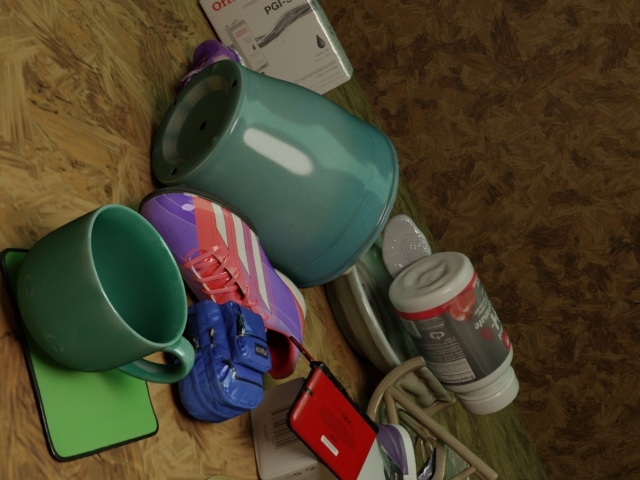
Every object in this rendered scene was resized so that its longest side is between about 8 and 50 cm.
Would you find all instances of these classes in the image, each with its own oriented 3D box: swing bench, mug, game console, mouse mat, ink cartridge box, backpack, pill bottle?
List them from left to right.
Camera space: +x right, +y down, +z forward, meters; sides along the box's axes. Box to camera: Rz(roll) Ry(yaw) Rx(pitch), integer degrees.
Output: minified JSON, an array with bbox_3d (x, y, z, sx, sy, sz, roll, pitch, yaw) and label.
[{"bbox_3d":[-0.215,0.098,0.628,0.153,0.007,0.189,16,52,-69],"label":"mouse mat"},{"bbox_3d":[-0.187,0.059,0.585,0.157,0.098,0.129,69,16,9],"label":"mug"},{"bbox_3d":[-0.109,0.133,0.750,0.098,0.101,0.120,33,39,-51],"label":"backpack"},{"bbox_3d":[-0.088,-0.421,1.417,0.282,0.207,0.117,60,15,-18],"label":"ink cartridge box"},{"bbox_3d":[-0.001,0.207,0.838,0.144,0.085,0.124,53,51,-30],"label":"game console"},{"bbox_3d":[0.204,0.381,1.229,0.253,0.165,0.254,50,7,-51],"label":"swing bench"},{"bbox_3d":[0.283,0.195,1.397,0.318,0.177,0.176,60,17,-20],"label":"pill bottle"}]

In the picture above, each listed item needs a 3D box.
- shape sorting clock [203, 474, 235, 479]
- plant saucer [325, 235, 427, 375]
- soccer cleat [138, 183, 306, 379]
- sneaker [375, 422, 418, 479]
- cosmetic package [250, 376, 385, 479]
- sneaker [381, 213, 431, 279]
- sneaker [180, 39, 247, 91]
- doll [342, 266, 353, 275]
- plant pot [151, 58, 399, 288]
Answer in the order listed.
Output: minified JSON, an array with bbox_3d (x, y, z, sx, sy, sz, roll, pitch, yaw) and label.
[{"bbox_3d":[-0.083,0.329,0.649,0.206,0.040,0.206,60,14,-25],"label":"shape sorting clock"},{"bbox_3d":[0.101,0.128,1.416,0.400,0.101,0.400,55,19,-30],"label":"plant saucer"},{"bbox_3d":[-0.109,0.057,0.854,0.318,0.109,0.116,53,24,-43],"label":"soccer cleat"},{"bbox_3d":[0.092,0.416,1.028,0.124,0.107,0.283,18,46,-43],"label":"sneaker"},{"bbox_3d":[0.003,0.281,0.919,0.231,0.086,0.117,49,23,-48],"label":"cosmetic package"},{"bbox_3d":[0.207,0.048,1.519,0.153,0.101,0.268,-76,145,-66],"label":"sneaker"},{"bbox_3d":[-0.179,-0.249,1.104,0.105,0.095,0.236,34,35,-48],"label":"sneaker"},{"bbox_3d":[0.000,0.000,1.253,0.189,0.129,0.046,50,-18,37],"label":"doll"},{"bbox_3d":[-0.076,-0.106,0.942,0.255,0.272,0.271,32,35,-39],"label":"plant pot"}]
